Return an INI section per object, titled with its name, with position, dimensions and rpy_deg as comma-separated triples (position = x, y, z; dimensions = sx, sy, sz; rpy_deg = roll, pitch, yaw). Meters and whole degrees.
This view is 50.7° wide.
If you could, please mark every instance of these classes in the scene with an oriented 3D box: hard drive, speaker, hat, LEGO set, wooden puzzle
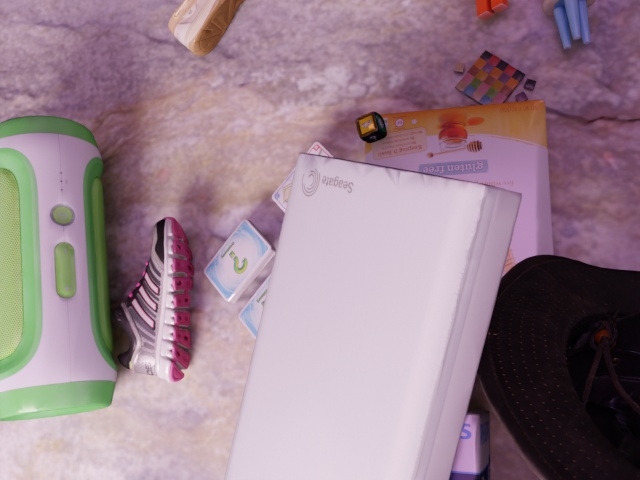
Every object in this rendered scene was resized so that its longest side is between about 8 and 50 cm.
[hard drive]
position = 0.014, 0.117, 0.522
dimensions = 0.233, 0.047, 0.353
rpy_deg = 21, 99, 57
[speaker]
position = -0.282, 0.028, 0.699
dimensions = 0.131, 0.131, 0.296
rpy_deg = -12, 75, 12
[hat]
position = 0.254, 0.151, 0.489
dimensions = 0.331, 0.331, 0.134
rpy_deg = 25, 126, 19
[LEGO set]
position = 0.000, 0.000, 0.631
dimensions = 0.244, 0.060, 0.182
rpy_deg = -50, 62, 13
[wooden puzzle]
position = 0.171, -0.159, 0.681
dimensions = 0.083, 0.006, 0.049
rpy_deg = 39, 90, 19

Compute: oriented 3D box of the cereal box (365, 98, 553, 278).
[cereal box]
position = 0.128, -0.006, 0.635
dimensions = 0.173, 0.047, 0.240
rpy_deg = -3, 77, 15

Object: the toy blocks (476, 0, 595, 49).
[toy blocks]
position = 0.205, -0.255, 0.668
dimensions = 0.123, 0.054, 0.148
rpy_deg = -8, 76, 13

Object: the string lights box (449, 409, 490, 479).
[string lights box]
position = 0.094, 0.267, 0.537
dimensions = 0.077, 0.133, 0.259
rpy_deg = -1, 78, 17

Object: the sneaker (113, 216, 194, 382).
[sneaker]
position = -0.175, 0.059, 0.695
dimensions = 0.075, 0.063, 0.170
rpy_deg = -1, 82, 9

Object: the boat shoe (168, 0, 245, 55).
[boat shoe]
position = -0.112, -0.292, 0.758
dimensions = 0.059, 0.063, 0.170
rpy_deg = 36, 89, 14
